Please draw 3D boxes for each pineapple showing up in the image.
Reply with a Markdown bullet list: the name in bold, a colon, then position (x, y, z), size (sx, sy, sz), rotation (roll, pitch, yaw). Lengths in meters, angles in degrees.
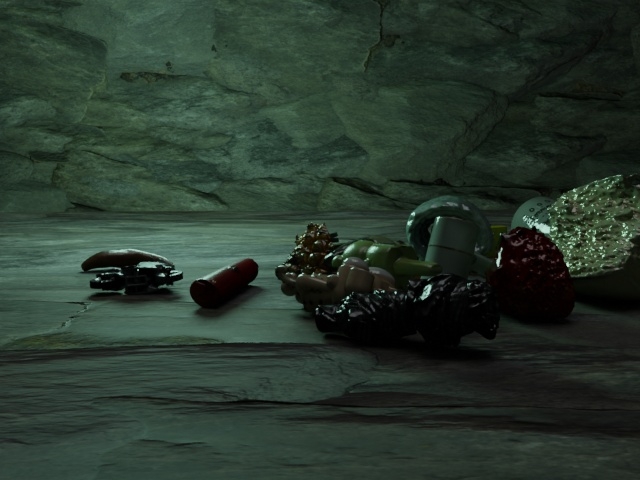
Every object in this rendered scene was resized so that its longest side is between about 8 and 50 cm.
- **pineapple**: position (-0.047, 0.025, 1.912), size (0.164, 0.139, 0.250), rotation (-8, 4, -2)

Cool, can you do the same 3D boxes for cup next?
- **cup**: position (0.675, 0.000, 2.115), size (0.258, 0.186, 0.234), rotation (-30, 19, -2)

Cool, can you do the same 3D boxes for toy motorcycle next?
- **toy motorcycle**: position (-0.438, 0.083, 1.698), size (0.215, 0.080, 0.122), rotation (-5, 9, -7)

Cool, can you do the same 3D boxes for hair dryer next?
- **hair dryer**: position (0.377, 0.066, 1.740), size (0.108, 0.173, 0.357), rotation (12, -6, 41)

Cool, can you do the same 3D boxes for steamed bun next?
- **steamed bun**: position (0.649, 0.034, 1.633), size (0.272, 0.273, 0.290), rotation (-48, 23, -15)

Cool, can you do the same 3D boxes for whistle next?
- **whistle**: position (0.148, 0.057, 1.581), size (0.131, 0.106, 0.288), rotation (-3, 7, -42)

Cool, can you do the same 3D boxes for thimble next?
- **thimble**: position (0.371, -0.021, 2.015), size (0.250, 0.204, 0.172), rotation (21, 13, 14)

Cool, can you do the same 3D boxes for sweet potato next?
- **sweet potato**: position (-0.538, 0.055, 1.991), size (0.255, 0.058, 0.078), rotation (2, 24, -9)

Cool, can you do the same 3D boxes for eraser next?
- **eraser**: position (0.528, 0.004, 2.240), size (0.122, 0.097, 0.045), rotation (-4, 9, -18)

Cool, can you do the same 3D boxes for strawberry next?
- **strawberry**: position (0.435, 0.080, 1.457), size (0.201, 0.186, 0.184), rotation (36, 1, 28)

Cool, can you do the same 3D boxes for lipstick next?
- **lipstick**: position (-0.218, 0.095, 1.651), size (0.073, 0.073, 0.280), rotation (2, 9, 13)

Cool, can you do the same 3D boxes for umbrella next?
- **umbrella**: position (0.139, 0.133, 1.235), size (0.337, 0.128, 0.154), rotation (-5, -17, 16)

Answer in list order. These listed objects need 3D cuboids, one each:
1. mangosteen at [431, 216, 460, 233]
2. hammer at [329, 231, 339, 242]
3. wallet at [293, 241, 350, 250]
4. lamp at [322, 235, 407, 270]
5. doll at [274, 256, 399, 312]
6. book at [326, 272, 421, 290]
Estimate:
- **mangosteen**: position (0.454, -0.022, 2.392), size (0.137, 0.137, 0.151), rotation (-9, 46, -49)
- **hammer**: position (0.000, 0.001, 2.326), size (0.111, 0.033, 0.287), rotation (-9, -1, -1)
- **wallet**: position (0.047, 0.029, 2.240), size (0.243, 0.039, 0.133), rotation (-4, 1, -41)
- **lamp**: position (0.117, 0.039, 1.800), size (0.250, 0.101, 0.101), rotation (-10, 12, -33)
- **doll**: position (0.031, 0.100, 1.438), size (0.278, 0.119, 0.154), rotation (3, -24, 40)
- **book**: position (0.132, 0.103, 1.753), size (0.263, 0.028, 0.374), rotation (8, 11, 43)
